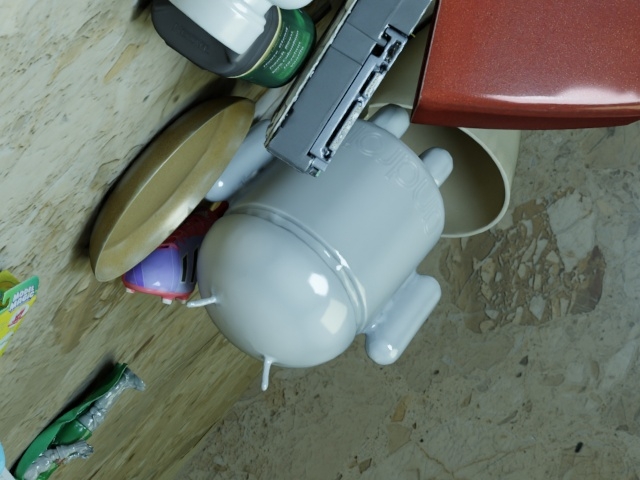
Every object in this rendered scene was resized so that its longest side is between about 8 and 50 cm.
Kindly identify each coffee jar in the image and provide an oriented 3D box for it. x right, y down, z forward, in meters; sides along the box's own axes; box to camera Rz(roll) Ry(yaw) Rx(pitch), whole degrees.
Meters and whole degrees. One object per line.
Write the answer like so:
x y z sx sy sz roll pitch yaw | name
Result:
-0.067 -0.173 1.260 0.079 0.096 0.184 -56 172 9 | coffee jar

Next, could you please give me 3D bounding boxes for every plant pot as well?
0.236 -0.236 1.615 0.267 0.235 0.267 -16 118 -89 | plant pot
0.177 -0.191 2.172 0.274 0.256 0.256 -64 -178 -34 | plant pot
-0.154 -0.058 1.572 0.236 0.032 0.236 -48 172 -9 | plant pot

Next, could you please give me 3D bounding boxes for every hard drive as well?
0.034 -0.184 1.474 0.237 0.064 0.339 -58 -175 8 | hard drive

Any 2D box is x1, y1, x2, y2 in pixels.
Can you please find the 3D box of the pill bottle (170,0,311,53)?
-0.024 -0.239 1.109 0.208 0.117 0.117 -50 172 7 | pill bottle

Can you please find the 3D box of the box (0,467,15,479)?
-0.384 0.277 1.408 0.181 0.119 0.182 -38 180 32 | box

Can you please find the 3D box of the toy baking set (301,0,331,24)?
0.022 -0.277 1.537 0.197 0.030 0.256 -53 180 -22 | toy baking set

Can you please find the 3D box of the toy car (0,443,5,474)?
-0.331 0.107 0.813 0.219 0.210 0.238 -39 160 3 | toy car

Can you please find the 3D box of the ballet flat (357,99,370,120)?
0.020 -0.163 1.869 0.086 0.086 0.248 -48 173 -10 | ballet flat

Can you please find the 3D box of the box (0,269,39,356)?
-0.315 0.098 1.369 0.179 0.043 0.105 -52 172 32 | box

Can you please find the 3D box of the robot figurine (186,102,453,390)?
0.000 0.000 1.747 0.353 0.300 0.200 -49 -179 -31 | robot figurine

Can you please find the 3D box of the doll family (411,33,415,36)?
0.081 -0.260 1.755 0.193 0.076 0.111 25 86 -77 | doll family

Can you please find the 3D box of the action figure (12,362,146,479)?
-0.324 0.256 2.038 0.232 0.063 0.137 -44 175 -12 | action figure

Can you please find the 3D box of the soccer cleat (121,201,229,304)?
-0.152 0.008 1.792 0.248 0.083 0.095 -21 125 -67 | soccer cleat
